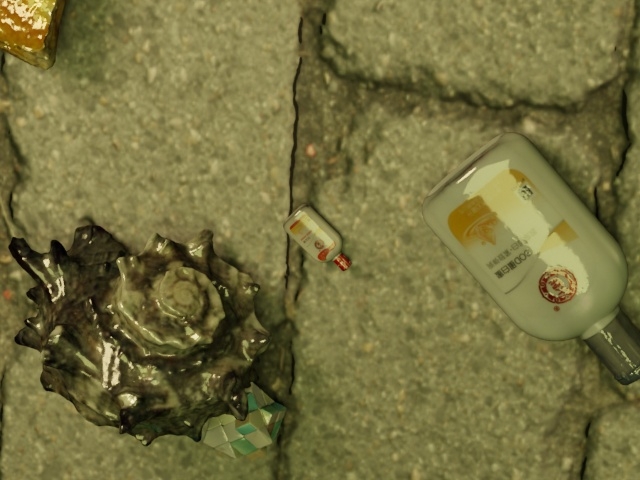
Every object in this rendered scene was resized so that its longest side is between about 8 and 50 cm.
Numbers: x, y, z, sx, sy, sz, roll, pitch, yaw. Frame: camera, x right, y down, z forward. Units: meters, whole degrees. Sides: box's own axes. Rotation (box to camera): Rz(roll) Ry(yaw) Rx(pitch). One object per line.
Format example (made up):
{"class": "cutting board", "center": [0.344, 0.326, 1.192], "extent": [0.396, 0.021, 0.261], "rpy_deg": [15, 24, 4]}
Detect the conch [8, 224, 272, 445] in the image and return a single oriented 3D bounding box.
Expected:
{"class": "conch", "center": [-0.192, 0.086, 1.969], "extent": [0.313, 0.186, 0.241], "rpy_deg": [21, 80, 22]}

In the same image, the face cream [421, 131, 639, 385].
{"class": "face cream", "center": [0.242, 0.030, 1.933], "extent": [0.144, 0.071, 0.291], "rpy_deg": [-38, 99, 17]}

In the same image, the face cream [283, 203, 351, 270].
{"class": "face cream", "center": [0.000, 0.000, 1.986], "extent": [0.083, 0.021, 0.040], "rpy_deg": [44, 109, -6]}

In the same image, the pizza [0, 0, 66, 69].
{"class": "pizza", "center": [-0.288, -0.339, 1.902], "extent": [0.189, 0.071, 0.297], "rpy_deg": [28, 106, 12]}

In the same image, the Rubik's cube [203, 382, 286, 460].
{"class": "Rubik's cube", "center": [-0.078, 0.201, 2.029], "extent": [0.073, 0.075, 0.084], "rpy_deg": [27, 125, 19]}
